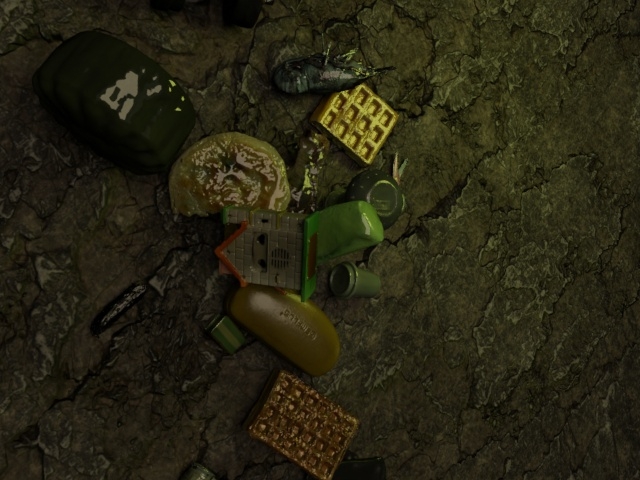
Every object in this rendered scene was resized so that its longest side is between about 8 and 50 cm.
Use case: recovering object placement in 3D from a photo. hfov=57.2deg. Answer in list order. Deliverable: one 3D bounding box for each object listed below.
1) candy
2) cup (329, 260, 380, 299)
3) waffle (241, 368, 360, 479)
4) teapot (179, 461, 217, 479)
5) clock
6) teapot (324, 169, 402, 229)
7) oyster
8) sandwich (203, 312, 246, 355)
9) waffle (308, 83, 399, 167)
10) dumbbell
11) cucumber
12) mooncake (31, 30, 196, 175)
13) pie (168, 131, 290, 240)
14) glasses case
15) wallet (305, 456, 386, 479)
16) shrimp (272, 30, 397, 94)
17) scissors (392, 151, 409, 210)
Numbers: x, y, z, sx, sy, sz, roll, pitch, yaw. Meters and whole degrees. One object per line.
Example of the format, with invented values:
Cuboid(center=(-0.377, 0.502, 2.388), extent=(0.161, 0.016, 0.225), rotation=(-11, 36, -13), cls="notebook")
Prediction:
Cuboid(center=(0.000, 0.000, 1.620), extent=(0.132, 0.343, 0.142), rotation=(26, 47, -59), cls="candy")
Cuboid(center=(0.109, 0.128, 1.810), extent=(0.141, 0.120, 0.120), rotation=(11, 82, -40), cls="cup")
Cuboid(center=(-0.054, 0.531, 1.690), extent=(0.308, 0.091, 0.213), rotation=(39, 64, -17), cls="waffle")
Cuboid(center=(-0.348, 0.698, 1.551), extent=(0.107, 0.077, 0.200), rotation=(41, 70, -23), cls="teapot")
Cuboid(center=(-0.140, 0.024, 1.536), extent=(0.255, 0.106, 0.220), rotation=(8, 106, 14), cls="clock")
Cuboid(center=(0.119, -0.110, 1.744), extent=(0.183, 0.251, 0.184), rotation=(2, 87, -28), cls="teapot")
Cuboid(center=(-0.054, -0.154, 1.729), extent=(0.197, 0.133, 0.337), rotation=(26, 80, -31), cls="oyster")
Cuboid(center=(-0.253, 0.266, 1.627), extent=(0.116, 0.074, 0.074), rotation=(47, 69, -17), cls="sandwich")
Cuboid(center=(0.112, -0.388, 1.868), extent=(0.248, 0.055, 0.221), rotation=(37, 72, -20), cls="waffle")
Cuboid(center=(-0.309, -0.696, 1.602), extent=(0.388, 0.185, 0.185), rotation=(2, 86, -26), cls="dumbbell")
Cuboid(center=(-0.521, 0.175, 1.511), extent=(0.181, 0.053, 0.053), rotation=(-47, 107, -21), cls="cucumber")
Cuboid(center=(-0.488, -0.311, 1.392), extent=(0.356, 0.356, 0.194), rotation=(35, 69, -21), cls="mooncake")
Cuboid(center=(-0.244, -0.147, 1.603), extent=(0.337, 0.075, 0.338), rotation=(-1, 97, -7), cls="pie")
Cuboid(center=(-0.092, 0.235, 1.676), extent=(0.371, 0.141, 0.173), rotation=(41, 69, -19), cls="glasses case")
Cuboid(center=(0.077, 0.744, 1.793), extent=(0.285, 0.030, 0.146), rotation=(6, 81, -28), cls="wallet")
Cuboid(center=(0.040, -0.521, 1.742), extent=(0.372, 0.172, 0.137), rotation=(-17, 62, -5), cls="shrimp")
Cuboid(center=(0.247, -0.198, 1.946), extent=(0.133, 0.020, 0.187), rotation=(21, 79, -28), cls="scissors")
